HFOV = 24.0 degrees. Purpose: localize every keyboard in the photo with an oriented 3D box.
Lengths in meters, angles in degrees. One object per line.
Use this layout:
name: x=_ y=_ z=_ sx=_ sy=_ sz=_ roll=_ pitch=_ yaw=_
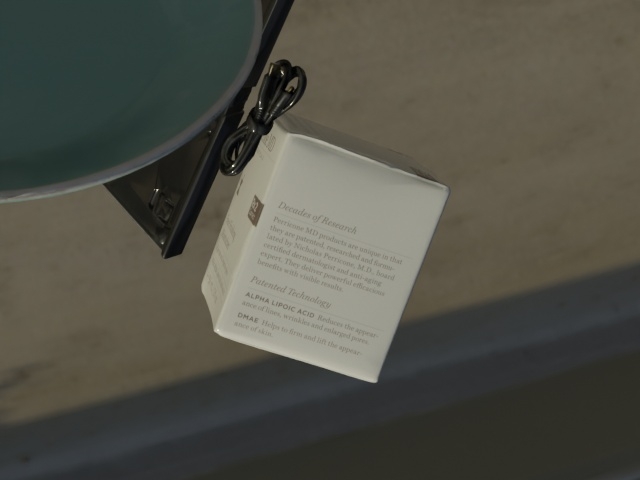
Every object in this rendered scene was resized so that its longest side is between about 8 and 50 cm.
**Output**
keyboard: x=-0.048 y=-0.078 z=0.723 sx=0.023 sy=0.108 sz=0.180 roll=0 pitch=124 yaw=-44

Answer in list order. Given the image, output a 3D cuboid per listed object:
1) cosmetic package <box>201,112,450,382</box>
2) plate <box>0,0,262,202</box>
cosmetic package: x=0.000 y=0.000 z=1.317 sx=0.151 sy=0.183 sz=0.151 roll=18 pitch=-171 yaw=-13
plate: x=-0.113 y=-0.071 z=0.482 sx=0.188 sy=0.188 sz=0.024 roll=-10 pitch=137 yaw=-19
